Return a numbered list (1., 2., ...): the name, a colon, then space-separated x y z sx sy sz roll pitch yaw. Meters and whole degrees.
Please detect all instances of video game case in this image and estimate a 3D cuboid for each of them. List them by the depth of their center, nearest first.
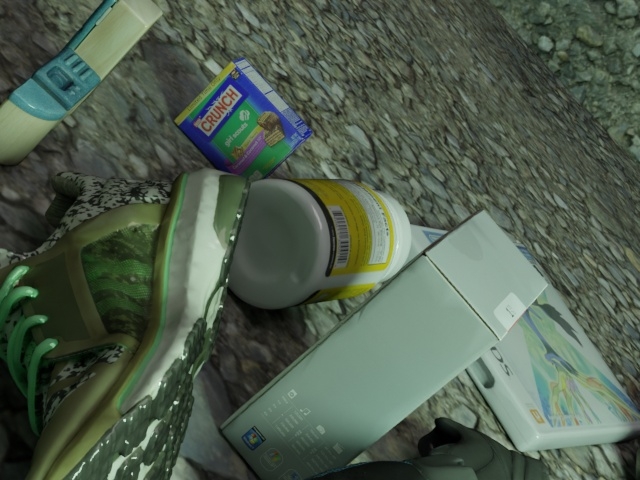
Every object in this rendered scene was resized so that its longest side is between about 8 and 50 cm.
1. video game case: 0.241 0.114 1.641 0.329 0.036 0.300 9 44 -56

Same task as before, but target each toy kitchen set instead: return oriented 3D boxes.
1. toy kitchen set: -0.256 -0.183 1.150 0.166 0.122 0.207 43 23 -10

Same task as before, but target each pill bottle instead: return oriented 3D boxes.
1. pill bottle: 0.000 0.000 1.304 0.119 0.119 0.208 54 24 16

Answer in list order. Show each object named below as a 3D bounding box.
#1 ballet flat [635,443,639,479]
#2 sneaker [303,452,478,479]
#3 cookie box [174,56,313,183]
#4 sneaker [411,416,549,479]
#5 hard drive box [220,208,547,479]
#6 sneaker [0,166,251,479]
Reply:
1. ballet flat: 0.444 0.250 1.710 0.250 0.058 0.084 -26 112 -63
2. sneaker: 0.063 0.302 0.913 0.139 0.125 0.341 2 46 -21
3. cookie box: -0.079 -0.116 1.388 0.107 0.092 0.040 47 20 1
4. sneaker: 0.120 0.248 1.167 0.130 0.109 0.286 35 18 -5
5. hard drive box: 0.055 0.092 1.109 0.089 0.232 0.181 49 24 5
6. sneaker: -0.172 0.070 0.943 0.182 0.158 0.410 14 29 1
